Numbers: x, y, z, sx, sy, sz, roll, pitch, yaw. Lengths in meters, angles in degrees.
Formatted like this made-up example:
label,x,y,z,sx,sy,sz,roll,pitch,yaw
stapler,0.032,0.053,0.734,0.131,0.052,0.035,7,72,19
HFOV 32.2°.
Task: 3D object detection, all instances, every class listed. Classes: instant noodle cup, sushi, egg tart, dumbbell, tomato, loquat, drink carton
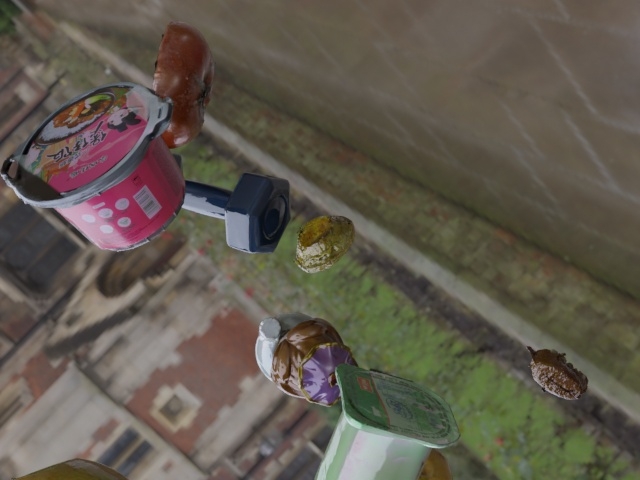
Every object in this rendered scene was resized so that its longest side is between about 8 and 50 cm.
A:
label,x,y,z,sx,sy,sz,roll,pitch,yaw
instant noodle cup,-0.329,-0.100,1.759,0.303,0.258,0.181,-8,137,25
sushi,0.360,0.200,1.691,0.118,0.061,0.060,47,-154,-19
egg tart,0.000,0.000,1.968,0.052,0.130,0.130,48,174,-36
dumbbell,-0.214,-0.076,2.017,0.316,0.143,0.156,14,126,25
tomato,-0.249,-0.276,2.019,0.095,0.236,0.237,11,177,-2
loquat,0.116,0.332,1.527,0.137,0.137,0.112,60,-167,-76
drink carton,0.068,0.249,1.298,0.144,0.142,0.146,16,-162,-11

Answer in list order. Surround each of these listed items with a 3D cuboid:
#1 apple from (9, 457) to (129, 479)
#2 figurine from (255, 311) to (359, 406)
label,x,y,z,sx,sy,sz,roll,pitch,yaw
apple,-0.496,0.609,2.234,0.339,0.339,0.339,44,176,4
figurine,-0.029,0.203,1.936,0.189,0.142,0.263,37,173,-16
